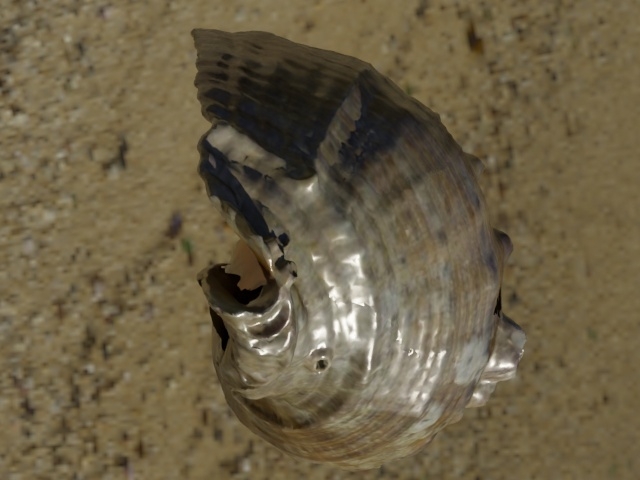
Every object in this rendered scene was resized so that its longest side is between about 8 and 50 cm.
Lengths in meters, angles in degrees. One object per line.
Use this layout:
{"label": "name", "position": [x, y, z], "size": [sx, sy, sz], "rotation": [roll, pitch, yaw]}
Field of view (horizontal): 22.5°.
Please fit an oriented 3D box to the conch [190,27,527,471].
{"label": "conch", "position": [0.017, -0.005, 1.023], "size": [0.352, 0.210, 0.297], "rotation": [115, -42, -81]}
